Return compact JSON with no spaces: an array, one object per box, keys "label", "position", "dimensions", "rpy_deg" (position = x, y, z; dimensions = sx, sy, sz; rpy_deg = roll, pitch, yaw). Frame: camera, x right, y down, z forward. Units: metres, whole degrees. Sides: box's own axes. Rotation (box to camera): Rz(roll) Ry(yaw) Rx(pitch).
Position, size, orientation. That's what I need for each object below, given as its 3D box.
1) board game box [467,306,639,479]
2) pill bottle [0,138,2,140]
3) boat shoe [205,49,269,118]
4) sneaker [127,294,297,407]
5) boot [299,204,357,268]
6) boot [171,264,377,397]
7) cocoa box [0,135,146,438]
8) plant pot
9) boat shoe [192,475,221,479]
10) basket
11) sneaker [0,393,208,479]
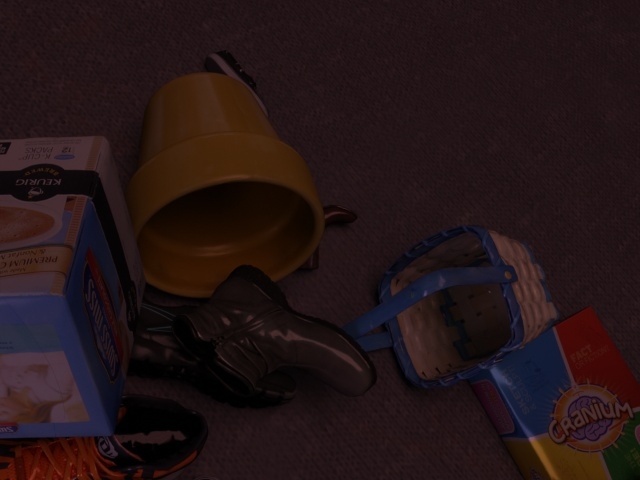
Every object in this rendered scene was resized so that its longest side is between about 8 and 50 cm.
[{"label":"board game box","position":[0.398,0.289,1.256],"dimensions":[0.242,0.064,0.316],"rpy_deg":[-23,77,-29]},{"label":"pill bottle","position":[-0.403,-0.034,1.048],"dimensions":[0.108,0.108,0.180],"rpy_deg":[-34,83,-31]},{"label":"boat shoe","position":[-0.123,-0.244,1.298],"dimensions":[0.040,0.049,0.142],"rpy_deg":[-36,81,-32]},{"label":"sneaker","position":[-0.150,0.141,1.077],"dimensions":[0.267,0.101,0.106],"rpy_deg":[21,58,-13]},{"label":"boot","position":[0.000,0.000,1.240],"dimensions":[0.106,0.037,0.114],"rpy_deg":[8,60,-4]},{"label":"boot","position":[-0.060,0.149,1.033],"dimensions":[0.246,0.083,0.161],"rpy_deg":[37,38,4]},{"label":"cocoa box","position":[-0.383,0.053,0.852],"dimensions":[0.347,0.231,0.228],"rpy_deg":[-1,44,0]},{"label":"plant pot","position":[-0.144,-0.087,1.117],"dimensions":[0.254,0.254,0.239],"rpy_deg":[0,51,-22]},{"label":"boat shoe","position":[-0.071,0.370,1.004],"dimensions":[0.228,0.076,0.080],"rpy_deg":[42,81,2]},{"label":"basket","position":[0.163,0.097,1.146],"dimensions":[0.289,0.255,0.201],"rpy_deg":[-7,70,-45]},{"label":"sneaker","position":[-0.280,0.235,0.931],"dimensions":[0.321,0.180,0.124],"rpy_deg":[-11,71,-26]}]
